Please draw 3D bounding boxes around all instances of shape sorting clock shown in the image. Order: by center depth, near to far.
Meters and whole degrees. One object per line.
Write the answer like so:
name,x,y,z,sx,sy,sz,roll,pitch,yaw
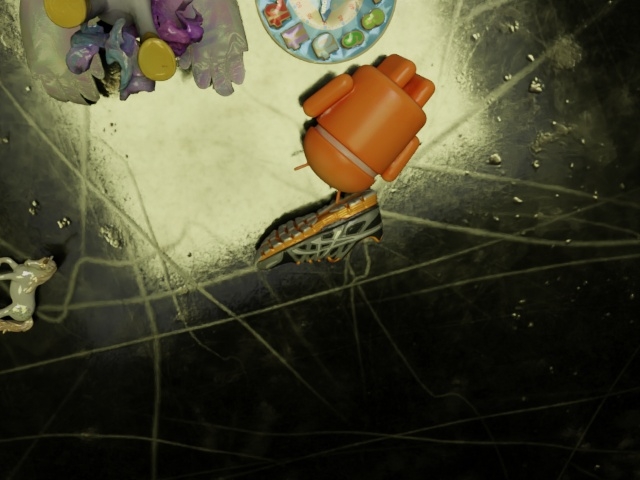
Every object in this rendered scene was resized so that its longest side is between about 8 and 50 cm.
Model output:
shape sorting clock,0.009,-0.354,0.922,0.206,0.040,0.206,-1,106,-4

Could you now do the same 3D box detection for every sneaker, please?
sneaker,0.000,0.000,0.999,0.214,0.084,0.083,-25,111,2

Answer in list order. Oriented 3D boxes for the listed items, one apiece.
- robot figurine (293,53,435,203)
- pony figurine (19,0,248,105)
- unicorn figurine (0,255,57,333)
robot figurine,0.061,-0.161,0.935,0.128,0.158,0.219,44,100,21
pony figurine,-0.240,-0.310,0.792,0.302,0.363,0.351,-10,122,-9
unicorn figurine,-0.461,0.069,0.998,0.111,0.060,0.162,9,121,-7
